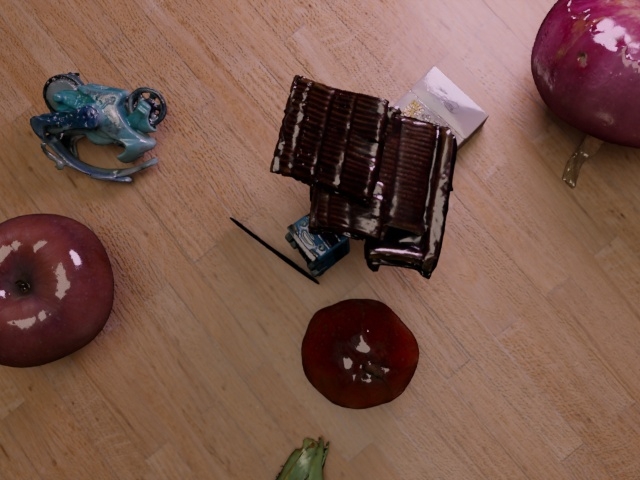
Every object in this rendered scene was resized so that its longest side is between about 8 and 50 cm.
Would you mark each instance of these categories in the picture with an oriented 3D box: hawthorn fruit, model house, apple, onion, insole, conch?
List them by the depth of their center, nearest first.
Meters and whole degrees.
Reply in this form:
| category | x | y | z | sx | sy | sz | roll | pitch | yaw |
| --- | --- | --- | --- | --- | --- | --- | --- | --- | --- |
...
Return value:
| category | x | y | z | sx | sy | sz | roll | pitch | yaw |
| --- | --- | --- | --- | --- | --- | --- | --- | --- | --- |
| model house | 0.048 | -0.115 | 1.226 | 0.282 | 0.297 | 0.317 | 11 | 88 | -17 |
| hawthorn fruit | 0.072 | 0.212 | 1.289 | 0.215 | 0.250 | 0.215 | -2 | 102 | -10 |
| onion | 0.559 | -0.314 | 1.306 | 0.358 | 0.345 | 0.359 | 3 | 72 | -9 |
| conch | -0.040 | 0.454 | 1.342 | 0.105 | 0.079 | 0.170 | 12 | 68 | 0 |
| apple | -0.535 | 0.098 | 1.354 | 0.305 | 0.235 | 0.306 | 0 | 82 | 2 |
| insole | -0.091 | 0.020 | 1.407 | 0.232 | 0.080 | 0.003 | 35 | 80 | 16 |

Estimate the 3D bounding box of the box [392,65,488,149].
| category | x | y | z | sx | sy | sz | roll | pitch | yaw |
| --- | --- | --- | --- | --- | --- | --- | --- | --- | --- |
| box | 0.195 | -0.209 | 1.419 | 0.155 | 0.067 | 0.243 | 44 | 88 | 8 |

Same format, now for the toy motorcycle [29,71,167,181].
| category | x | y | z | sx | sy | sz | roll | pitch | yaw |
| --- | --- | --- | --- | --- | --- | --- | --- | --- | --- |
| toy motorcycle | -0.447 | -0.228 | 1.449 | 0.260 | 0.154 | 0.206 | 11 | 106 | 3 |

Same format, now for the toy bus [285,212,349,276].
| category | x | y | z | sx | sy | sz | roll | pitch | yaw |
| --- | --- | --- | --- | --- | --- | --- | --- | --- | --- |
| toy bus | 0.000 | 0.000 | 1.347 | 0.106 | 0.185 | 0.090 | -35 | 81 | -3 |
